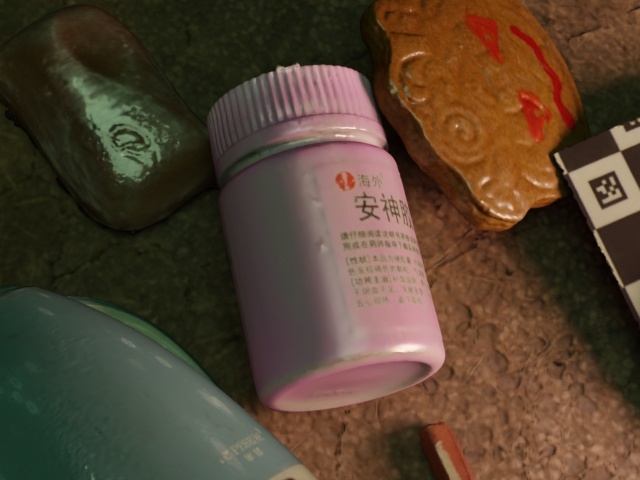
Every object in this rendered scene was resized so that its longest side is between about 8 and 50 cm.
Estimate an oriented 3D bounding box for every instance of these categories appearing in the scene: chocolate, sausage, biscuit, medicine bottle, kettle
[{"bbox_3d":[-0.218,-0.136,1.311,0.161,0.083,0.261,-38,76,-18],"label":"chocolate"},{"bbox_3d":[0.133,0.239,1.226,0.030,0.035,0.147,-14,69,-31],"label":"sausage"},{"bbox_3d":[0.163,-0.153,1.304,0.257,0.049,0.273,-27,82,-42],"label":"biscuit"},{"bbox_3d":[0.000,0.000,1.227,0.178,0.178,0.291,-10,70,-8],"label":"medicine bottle"},{"bbox_3d":[-0.179,0.174,1.116,0.342,0.319,0.247,44,114,16],"label":"kettle"}]

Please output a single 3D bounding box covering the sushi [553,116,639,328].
[{"bbox_3d":[0.457,0.002,1.280,0.343,0.064,0.359,-22,81,-16],"label":"sushi"}]
